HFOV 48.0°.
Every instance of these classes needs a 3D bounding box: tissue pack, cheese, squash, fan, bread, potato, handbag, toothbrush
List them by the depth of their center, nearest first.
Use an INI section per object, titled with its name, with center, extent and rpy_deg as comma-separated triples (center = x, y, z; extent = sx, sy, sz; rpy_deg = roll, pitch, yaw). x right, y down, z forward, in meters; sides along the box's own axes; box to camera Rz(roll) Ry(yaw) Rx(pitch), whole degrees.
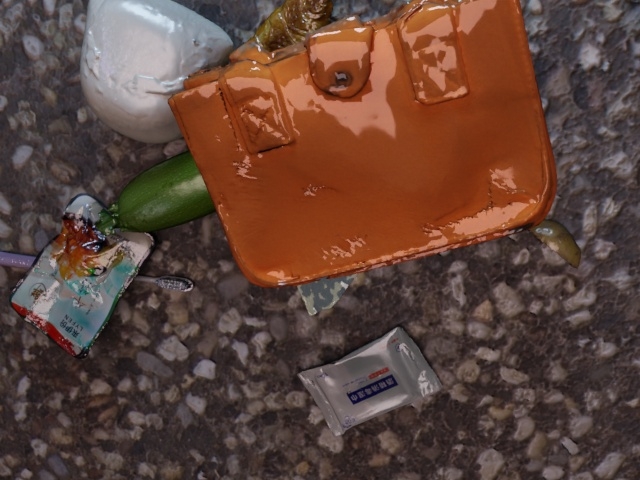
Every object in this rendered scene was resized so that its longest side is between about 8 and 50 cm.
[handbag]
center = 0.056, -0.118, 0.869
extent = 0.410, 0.116, 0.304
rpy_deg = -14, 116, 14
[cheese]
center = -0.233, -0.230, 0.973
extent = 0.198, 0.154, 0.189
rpy_deg = 23, 96, -1
[bread]
center = -0.051, -0.244, 0.979
extent = 0.105, 0.076, 0.233
rpy_deg = 46, 115, 8
[potato]
center = 0.333, 0.000, 0.996
extent = 0.093, 0.037, 0.036
rpy_deg = 38, 104, -1
[squash]
center = -0.160, -0.088, 1.029
extent = 0.378, 0.101, 0.101
rpy_deg = -19, 101, 16
[fan]
center = 0.000, 0.000, 1.070
extent = 0.131, 0.009, 0.240
rpy_deg = 0, 105, 10
[tissue pack]
center = 0.075, 0.217, 1.107
extent = 0.193, 0.026, 0.123
rpy_deg = -28, 99, 16
[toothbrush]
center = -0.373, 0.049, 1.141
extent = 0.353, 0.029, 0.024
rpy_deg = 8, 90, 9

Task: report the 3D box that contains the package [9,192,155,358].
[package]
center = -0.371, 0.051, 1.110
extent = 0.166, 0.040, 0.232
rpy_deg = 37, 95, 9
